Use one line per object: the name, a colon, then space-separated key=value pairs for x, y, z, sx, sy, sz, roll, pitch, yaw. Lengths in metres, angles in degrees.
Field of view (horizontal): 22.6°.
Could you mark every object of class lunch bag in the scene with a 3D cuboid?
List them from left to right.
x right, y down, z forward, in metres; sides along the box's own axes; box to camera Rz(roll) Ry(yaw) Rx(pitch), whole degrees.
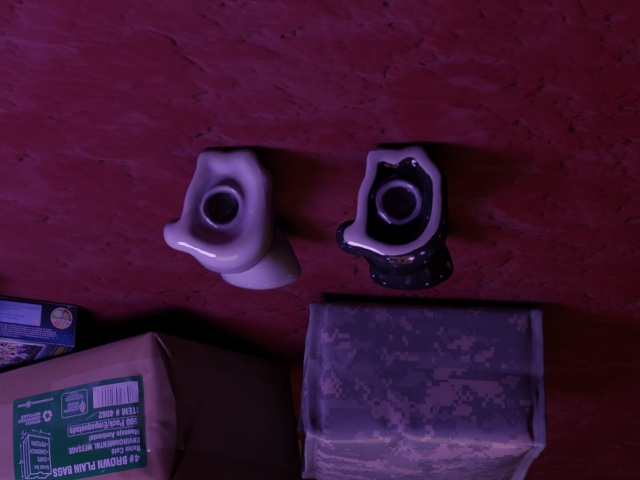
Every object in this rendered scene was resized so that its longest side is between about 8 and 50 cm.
lunch bag: x=0.096 y=0.175 z=1.636 sx=0.235 sy=0.169 sz=0.287 roll=2 pitch=156 yaw=-2

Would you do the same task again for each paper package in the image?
paper package: x=-0.223 y=0.228 z=1.719 sx=0.325 sy=0.168 sz=0.309 roll=-15 pitch=163 yaw=26

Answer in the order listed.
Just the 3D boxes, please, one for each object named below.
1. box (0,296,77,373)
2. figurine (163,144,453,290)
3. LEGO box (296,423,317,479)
box: x=-0.357 y=0.110 z=1.671 sx=0.159 sy=0.044 sz=0.233 roll=8 pitch=160 yaw=-19
figurine: x=0.000 y=0.000 z=1.279 sx=0.215 sy=0.092 sz=0.209 roll=0 pitch=165 yaw=8
LEGO box: x=-0.215 y=0.374 z=2.188 sx=0.372 sy=0.193 sz=0.500 roll=15 pitch=157 yaw=-33
